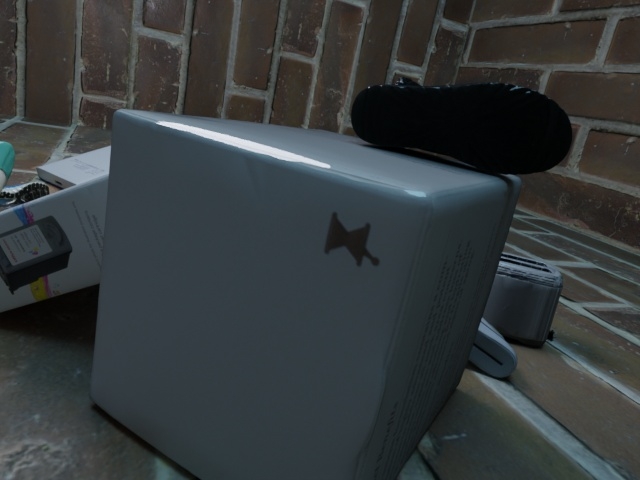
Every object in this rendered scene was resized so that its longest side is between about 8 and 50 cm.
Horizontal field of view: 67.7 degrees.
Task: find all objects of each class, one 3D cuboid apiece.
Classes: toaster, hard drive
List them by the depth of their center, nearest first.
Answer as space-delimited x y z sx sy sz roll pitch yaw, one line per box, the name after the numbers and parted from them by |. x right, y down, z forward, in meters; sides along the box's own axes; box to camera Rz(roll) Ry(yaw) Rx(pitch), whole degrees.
0.373 0.109 0.942 0.227 0.146 0.129 15 17 10 | toaster
-0.623 -0.223 1.410 0.210 0.040 0.318 21 35 29 | hard drive

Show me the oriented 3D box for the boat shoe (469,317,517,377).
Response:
0.225 0.141 0.806 0.226 0.083 0.076 43 16 9 | boat shoe

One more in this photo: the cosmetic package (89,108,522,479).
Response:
0.006 0.047 0.576 0.327 0.329 0.393 20 18 27 | cosmetic package

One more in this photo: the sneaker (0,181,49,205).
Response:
-0.696 -0.104 1.081 0.073 0.063 0.162 15 16 23 | sneaker

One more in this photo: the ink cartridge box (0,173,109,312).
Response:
-0.328 -0.014 0.690 0.306 0.131 0.226 -17 11 13 | ink cartridge box

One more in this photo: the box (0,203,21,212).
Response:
-0.524 -0.019 0.920 0.231 0.056 0.183 -2 22 -40 | box

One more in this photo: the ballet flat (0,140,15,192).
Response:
-0.630 -0.075 0.844 0.087 0.083 0.247 30 63 19 | ballet flat

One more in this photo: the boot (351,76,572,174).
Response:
0.165 -0.156 0.609 0.246 0.094 0.207 9 20 10 | boot
